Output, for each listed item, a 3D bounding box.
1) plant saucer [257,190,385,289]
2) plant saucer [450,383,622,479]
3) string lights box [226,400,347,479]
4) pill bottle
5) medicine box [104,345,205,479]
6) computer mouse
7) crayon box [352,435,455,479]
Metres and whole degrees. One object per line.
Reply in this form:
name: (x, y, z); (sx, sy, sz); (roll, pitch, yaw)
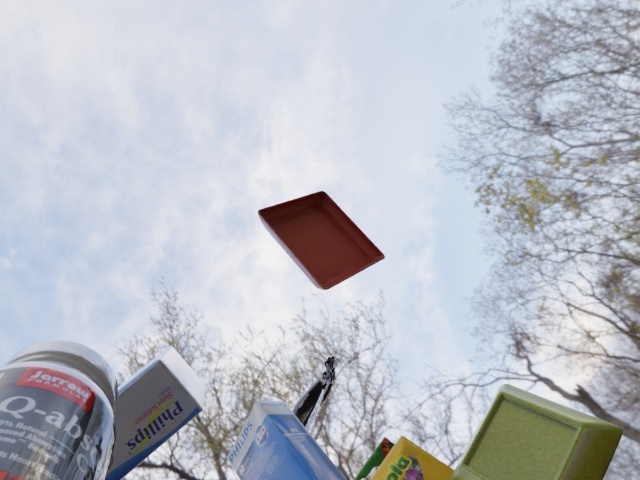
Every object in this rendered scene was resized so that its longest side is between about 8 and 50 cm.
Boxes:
plant saucer: (0.000, 0.000, 1.228); (0.259, 0.047, 0.258); (49, -139, 17)
plant saucer: (0.292, 0.303, 0.697); (0.045, 0.188, 0.188); (47, -111, -29)
string lights box: (-0.051, 0.411, 0.840); (0.077, 0.260, 0.133); (19, -78, -43)
pill bottle: (-0.366, 0.274, 0.577); (0.210, 0.363, 0.210); (-3, -74, -11)
medicine box: (-0.412, 0.391, 1.110); (0.263, 0.289, 0.149); (-39, -88, -14)
computer mouse: (-0.028, 0.470, 1.433); (0.184, 0.060, 0.262); (85, -151, -59)
crayon box: (0.174, 0.480, 0.819); (0.202, 0.318, 0.081); (-45, -43, -27)
